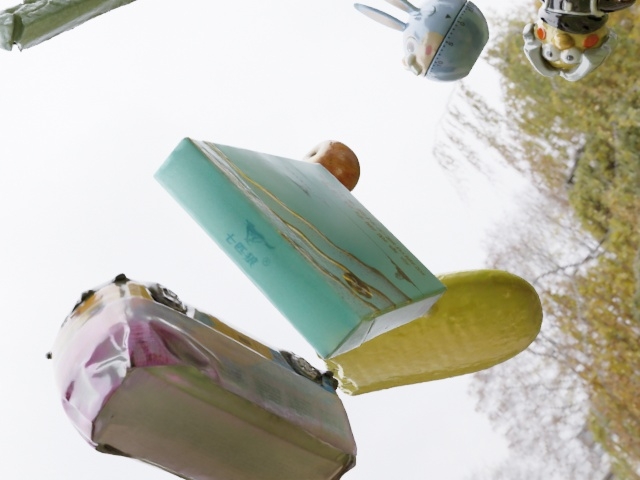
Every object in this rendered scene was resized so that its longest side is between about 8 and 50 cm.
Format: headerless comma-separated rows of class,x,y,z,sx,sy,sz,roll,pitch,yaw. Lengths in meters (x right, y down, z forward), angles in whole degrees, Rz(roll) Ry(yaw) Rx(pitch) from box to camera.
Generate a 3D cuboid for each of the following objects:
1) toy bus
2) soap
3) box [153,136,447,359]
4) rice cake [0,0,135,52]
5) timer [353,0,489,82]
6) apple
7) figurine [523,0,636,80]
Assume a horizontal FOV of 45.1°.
toy bus,-0.128,0.193,0.921,0.386,0.162,0.171,34,-82,-34
soap,0.210,0.173,1.483,0.427,0.115,0.306,-13,-48,8
box,0.000,0.000,0.559,0.041,0.162,0.229,-49,-15,15
rice cake,-0.413,-0.413,1.335,0.336,0.063,0.066,-41,-15,-37
timer,0.180,-0.375,1.412,0.255,0.175,0.175,7,-53,-1
apple,0.026,-0.157,1.765,0.146,0.146,0.146,-26,-42,-26
figurine,0.436,-0.386,1.295,0.133,0.176,0.236,-49,-31,-38
